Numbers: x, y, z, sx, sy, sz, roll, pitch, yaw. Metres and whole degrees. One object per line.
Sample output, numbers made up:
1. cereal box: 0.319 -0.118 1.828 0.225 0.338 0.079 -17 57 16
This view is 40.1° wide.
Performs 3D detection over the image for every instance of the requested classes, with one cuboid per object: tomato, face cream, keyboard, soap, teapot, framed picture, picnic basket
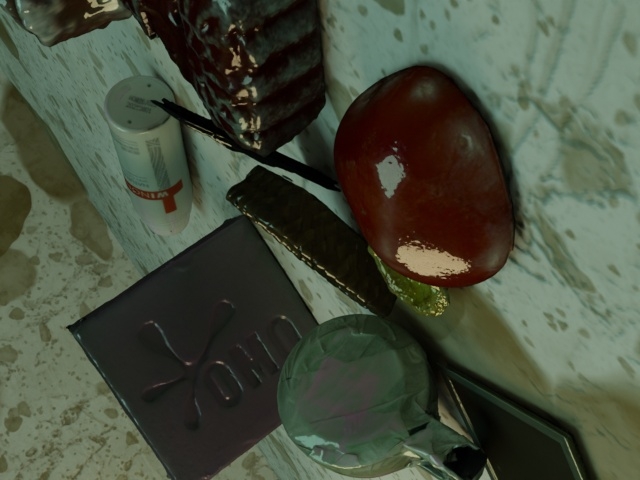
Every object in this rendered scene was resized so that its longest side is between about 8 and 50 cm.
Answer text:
1. tomato: 0.068 -0.031 0.647 0.174 0.082 0.166 61 161 -10
2. face cream: -0.250 -0.108 1.326 0.102 0.102 0.346 49 161 20
3. keyboard: -0.066 -0.090 0.833 0.196 0.015 0.074 22 -168 -39
4. soap: -0.159 0.155 1.247 0.285 0.296 0.107 56 160 -8
5. teapot: 0.080 0.182 0.952 0.221 0.163 0.178 2 157 19
6. framed picture: 0.217 0.244 0.868 0.197 0.014 0.252 24 145 60
7. picnic basket: 0.000 0.000 0.850 0.193 0.055 0.110 38 176 -37

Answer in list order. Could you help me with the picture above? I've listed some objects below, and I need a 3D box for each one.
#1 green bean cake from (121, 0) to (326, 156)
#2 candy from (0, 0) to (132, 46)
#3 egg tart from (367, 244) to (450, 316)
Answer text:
1. green bean cake: -0.098 -0.212 0.733 0.233 0.097 0.199 47 161 24
2. candy: -0.275 -0.334 0.864 0.214 0.157 0.290 96 151 -70
3. egg tart: 0.083 0.019 0.771 0.105 0.039 0.105 48 162 22
